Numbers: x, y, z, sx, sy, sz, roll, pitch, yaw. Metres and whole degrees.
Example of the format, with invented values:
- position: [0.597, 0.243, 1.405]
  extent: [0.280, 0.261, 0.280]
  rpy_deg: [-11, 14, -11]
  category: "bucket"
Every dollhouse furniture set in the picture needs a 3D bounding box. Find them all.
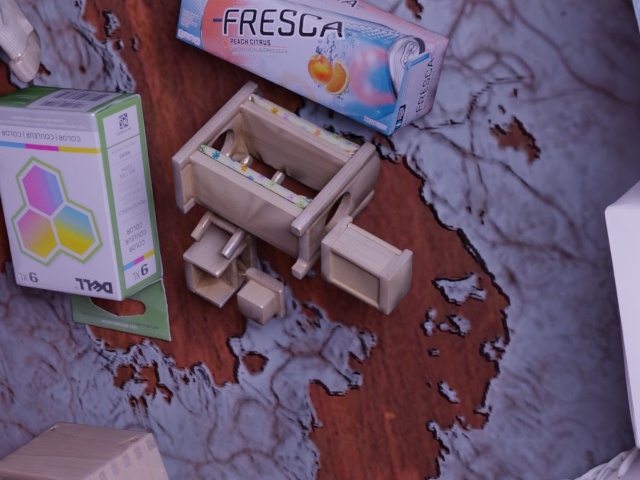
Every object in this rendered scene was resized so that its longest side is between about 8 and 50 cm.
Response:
- position: [0.000, 0.000, 1.222]
  extent: [0.182, 0.101, 0.161]
  rpy_deg: [29, 148, 20]
  category: "dollhouse furniture set"

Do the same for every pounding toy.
- position: [-0.205, 0.251, 1.454]
  extent: [0.206, 0.094, 0.181]
  rpy_deg: [0, 115, 44]
  category: "pounding toy"

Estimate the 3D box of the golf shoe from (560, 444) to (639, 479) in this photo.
- position: [0.192, 0.199, 1.143]
  extent: [0.140, 0.115, 0.306]
  rpy_deg: [32, 124, 23]
  category: "golf shoe"

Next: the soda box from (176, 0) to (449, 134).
- position: [-0.008, -0.139, 1.162]
  extent: [0.183, 0.063, 0.058]
  rpy_deg: [26, 123, 23]
  category: "soda box"

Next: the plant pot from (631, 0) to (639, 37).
- position: [0.277, -0.140, 0.808]
  extent: [0.252, 0.247, 0.247]
  rpy_deg: [-11, 104, 20]
  category: "plant pot"

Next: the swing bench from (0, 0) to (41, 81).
- position: [-0.378, -0.197, 1.254]
  extent: [0.255, 0.165, 0.253]
  rpy_deg: [-27, 124, 8]
  category: "swing bench"

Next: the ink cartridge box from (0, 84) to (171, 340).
- position: [-0.189, -0.013, 1.340]
  extent: [0.109, 0.062, 0.209]
  rpy_deg: [7, 114, 31]
  category: "ink cartridge box"

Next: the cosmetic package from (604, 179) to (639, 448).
- position: [0.359, 0.020, 0.896]
  extent: [0.366, 0.197, 0.155]
  rpy_deg: [1, 111, 36]
  category: "cosmetic package"
